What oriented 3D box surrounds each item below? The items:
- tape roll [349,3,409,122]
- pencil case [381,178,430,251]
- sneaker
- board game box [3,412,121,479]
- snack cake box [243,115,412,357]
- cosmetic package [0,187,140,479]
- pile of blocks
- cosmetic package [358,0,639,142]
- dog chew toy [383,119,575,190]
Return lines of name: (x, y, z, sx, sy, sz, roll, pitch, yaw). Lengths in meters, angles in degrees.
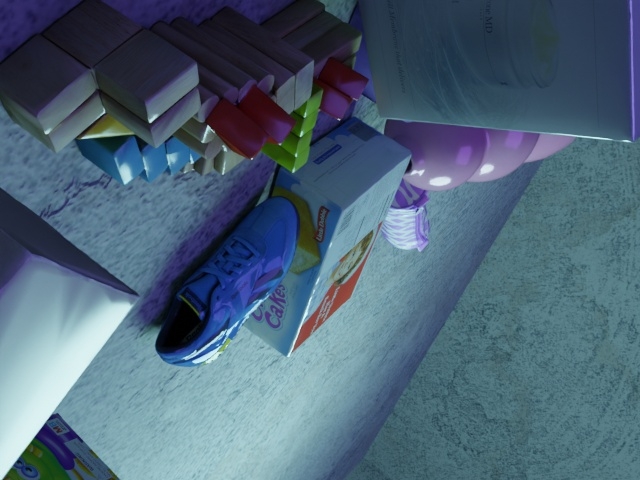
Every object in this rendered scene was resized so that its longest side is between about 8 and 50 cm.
tape roll: (0.108, -0.225, 0.870, 0.189, 0.080, 0.189, -48, 161, -22)
pencil case: (0.128, -0.051, 1.251, 0.086, 0.088, 0.206, -51, 164, -8)
sneaker: (-0.095, 0.041, 0.850, 0.209, 0.069, 0.082, -54, 160, -1)
board game box: (-0.259, 0.240, 0.593, 0.144, 0.142, 0.275, -50, 168, 6)
snack cake box: (0.000, 0.000, 0.995, 0.152, 0.089, 0.264, -41, 159, -44)
cosmetic package: (-0.249, 0.097, 0.376, 0.309, 0.160, 0.113, -55, 163, -4)
pile of blocks: (-0.065, -0.087, 0.606, 0.362, 0.113, 0.149, -27, 148, -57)
cosmetic package: (0.151, -0.210, 0.631, 0.138, 0.225, 0.224, -42, 130, -39)
dog chew toy: (0.212, -0.170, 1.076, 0.332, 0.207, 0.206, -34, 154, -34)
